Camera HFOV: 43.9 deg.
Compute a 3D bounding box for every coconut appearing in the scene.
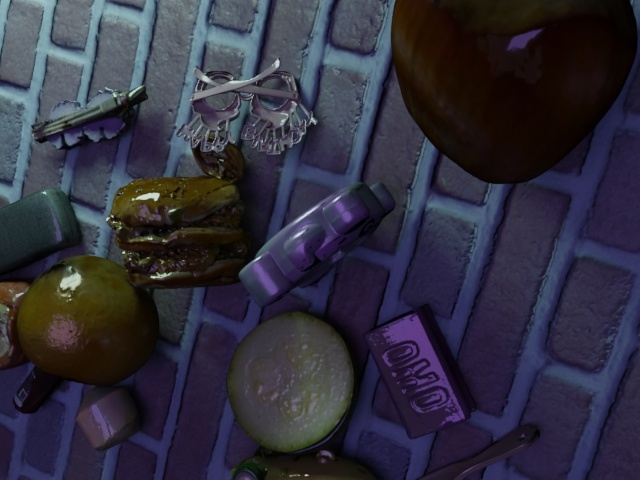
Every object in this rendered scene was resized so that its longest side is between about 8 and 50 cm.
[{"bbox_3d":[-0.431,0.351,1.600,0.116,0.116,0.122,-35,80,22],"label":"coconut"}]

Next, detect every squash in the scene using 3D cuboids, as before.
[{"bbox_3d":[-0.046,0.256,1.423,0.252,0.049,0.251,-6,74,22],"label":"squash"}]

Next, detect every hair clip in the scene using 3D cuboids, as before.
[{"bbox_3d":[-0.460,-0.240,1.571,0.292,0.084,0.106,-12,96,28],"label":"hair clip"}]

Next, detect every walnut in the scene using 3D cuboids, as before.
[{"bbox_3d":[-0.180,-0.158,1.467,0.121,0.052,0.091,33,138,17],"label":"walnut"}]

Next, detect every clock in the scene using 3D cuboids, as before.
[{"bbox_3d":[0.000,0.000,1.315,0.248,0.228,0.090,-38,83,24],"label":"clock"}]

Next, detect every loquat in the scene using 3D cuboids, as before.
[{"bbox_3d":[-0.437,0.159,1.502,0.263,0.263,0.262,3,96,23],"label":"loquat"}]

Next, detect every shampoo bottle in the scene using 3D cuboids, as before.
[{"bbox_3d":[-0.565,0.266,1.672,0.068,0.067,0.236,42,109,4],"label":"shampoo bottle"}]

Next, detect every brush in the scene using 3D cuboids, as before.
[{"bbox_3d":[0.246,0.407,1.353,0.313,0.072,0.067,-35,104,19],"label":"brush"}]

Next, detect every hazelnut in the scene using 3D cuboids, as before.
[{"bbox_3d":[0.266,-0.270,1.130,0.366,0.366,0.365,3,96,23],"label":"hazelnut"}]

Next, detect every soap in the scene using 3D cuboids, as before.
[{"bbox_3d":[0.168,0.223,1.357,0.122,0.065,0.203,-27,84,23],"label":"soap"}]

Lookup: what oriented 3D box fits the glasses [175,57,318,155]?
[{"bbox_3d":[-0.132,-0.230,1.390,0.256,0.095,0.162,1,83,10],"label":"glasses"}]

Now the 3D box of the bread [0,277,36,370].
[{"bbox_3d":[-0.685,0.175,1.679,0.245,0.123,0.190,0,90,24],"label":"bread"}]

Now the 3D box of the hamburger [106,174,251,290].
[{"bbox_3d":[-0.263,-0.009,1.422,0.261,0.245,0.211,0,95,31],"label":"hamburger"}]

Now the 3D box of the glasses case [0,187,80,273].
[{"bbox_3d":[-0.653,-0.003,1.674,0.323,0.074,0.131,-20,86,23],"label":"glasses case"}]

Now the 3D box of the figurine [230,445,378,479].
[{"bbox_3d":[-0.038,0.489,1.443,0.325,0.124,0.222,-9,92,19],"label":"figurine"}]
